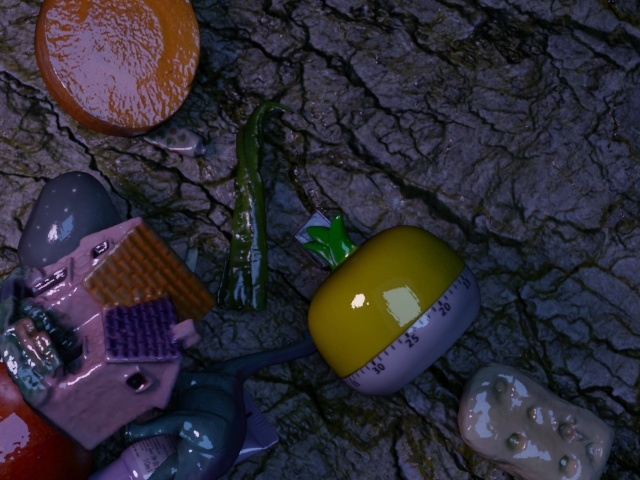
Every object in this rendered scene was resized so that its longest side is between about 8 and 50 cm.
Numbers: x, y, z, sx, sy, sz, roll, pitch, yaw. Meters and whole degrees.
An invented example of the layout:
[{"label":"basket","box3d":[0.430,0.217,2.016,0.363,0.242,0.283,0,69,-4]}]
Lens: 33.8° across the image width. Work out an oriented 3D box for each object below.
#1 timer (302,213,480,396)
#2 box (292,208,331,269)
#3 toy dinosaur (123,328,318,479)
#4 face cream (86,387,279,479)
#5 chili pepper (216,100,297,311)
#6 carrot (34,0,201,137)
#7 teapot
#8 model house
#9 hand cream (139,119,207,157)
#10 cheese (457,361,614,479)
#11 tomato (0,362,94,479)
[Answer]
[{"label":"timer","box3d":[0.079,0.071,1.598,0.285,0.285,0.285,2,79,-11]},{"label":"box","box3d":[0.000,0.000,1.703,0.063,0.060,0.085,-44,91,-8]},{"label":"toy dinosaur","box3d":[-0.113,0.259,1.513,0.330,0.129,0.383,-3,37,-12]},{"label":"face cream","box3d":[-0.209,0.320,1.570,0.274,0.154,0.096,-29,126,-13]},{"label":"chili pepper","box3d":[-0.105,-0.062,1.689,0.085,0.076,0.359,4,77,15]},{"label":"carrot","box3d":[-0.322,-0.311,1.677,0.258,0.100,0.307,-13,84,-14]},{"label":"teapot","box3d":[-0.316,0.011,1.583,0.250,0.183,0.184,23,75,-17]},{"label":"model house","box3d":[-0.283,0.108,1.420,0.237,0.237,0.202,-32,120,5]},{"label":"hand cream","box3d":[-0.260,-0.176,1.699,0.165,0.037,0.057,24,75,0]},{"label":"cheese","box3d":[0.343,0.306,1.697,0.263,0.093,0.159,29,74,-4]},{"label":"tomato","box3d":[-0.485,0.275,1.471,0.338,0.144,0.338,0,73,-1]}]
